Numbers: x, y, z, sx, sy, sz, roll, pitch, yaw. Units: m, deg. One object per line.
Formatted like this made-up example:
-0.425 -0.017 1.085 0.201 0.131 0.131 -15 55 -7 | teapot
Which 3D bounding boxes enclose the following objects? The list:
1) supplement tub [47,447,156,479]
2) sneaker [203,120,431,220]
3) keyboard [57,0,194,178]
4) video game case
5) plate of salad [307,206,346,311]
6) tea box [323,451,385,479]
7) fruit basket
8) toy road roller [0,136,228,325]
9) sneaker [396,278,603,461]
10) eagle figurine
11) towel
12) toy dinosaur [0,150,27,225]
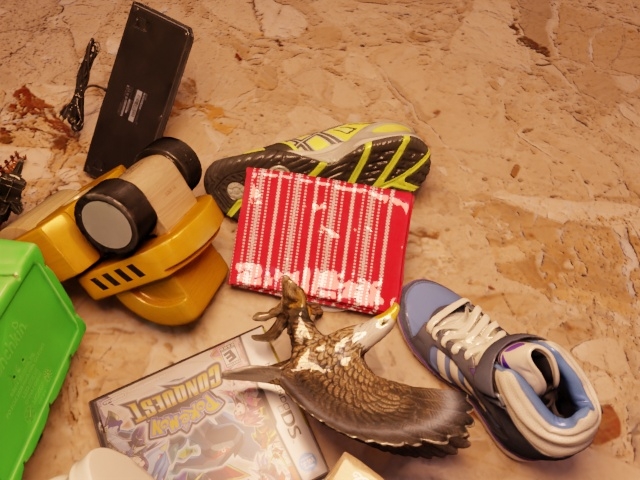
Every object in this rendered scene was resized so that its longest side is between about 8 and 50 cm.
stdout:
-0.299 0.389 0.606 0.272 0.191 0.191 -44 69 -10 | supplement tub
-0.009 -0.122 0.973 0.385 0.145 0.147 -7 31 -2 | sneaker
-0.348 -0.252 0.964 0.202 0.033 0.317 28 108 7 | keyboard
-0.158 0.283 0.779 0.275 0.035 0.248 -23 63 -13 | video game case
0.018 0.016 0.904 0.200 0.048 0.199 0 89 7 | plate of salad
0.068 0.449 0.511 0.329 0.220 0.323 28 62 26 | tea box
-0.524 0.190 0.677 0.393 0.282 0.392 -8 37 6 | fruit basket
-0.294 0.018 0.843 0.330 0.240 0.202 -18 25 26 | toy road roller
0.232 0.141 0.744 0.130 0.236 0.322 -29 65 -16 | sneaker
0.041 0.179 0.713 0.226 0.225 0.298 -12 53 -45 | eagle figurine
0.000 0.000 0.867 0.275 0.031 0.198 10 89 6 | towel
-0.582 -0.051 0.889 0.165 0.218 0.321 16 46 -32 | toy dinosaur
